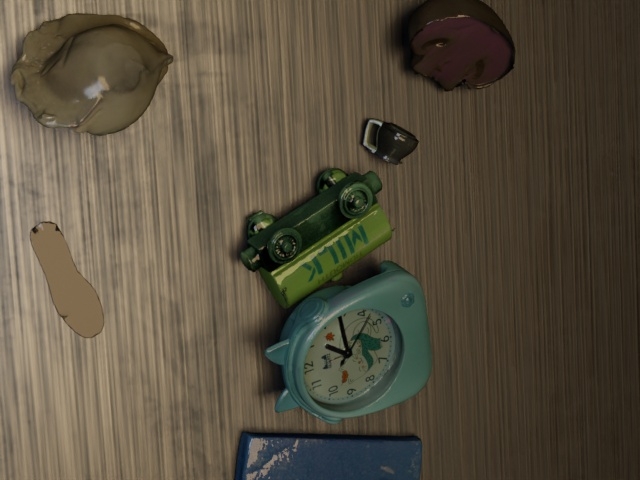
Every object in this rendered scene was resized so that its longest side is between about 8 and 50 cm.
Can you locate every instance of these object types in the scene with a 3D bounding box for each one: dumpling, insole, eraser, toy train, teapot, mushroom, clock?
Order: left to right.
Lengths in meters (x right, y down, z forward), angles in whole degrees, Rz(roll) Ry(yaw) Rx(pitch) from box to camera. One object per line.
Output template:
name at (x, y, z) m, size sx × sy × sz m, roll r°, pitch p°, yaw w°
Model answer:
insole at (-0.373, 0.060, 1.818) m, size 0.064 × 0.004 × 0.188 m, roll -27°, pitch 104°, yaw -18°
dumpling at (-0.324, -0.243, 1.742) m, size 0.193 × 0.147 × 0.258 m, roll 41°, pitch 50°, yaw 14°
toy train at (0.000, 0.000, 1.921) m, size 0.253 × 0.105 × 0.157 m, roll -33°, pitch 120°, yaw -16°
eraser at (0.016, 0.382, 1.984) m, size 0.311 × 0.042 × 0.144 m, roll 6°, pitch 93°, yaw -22°
clock at (0.038, 0.166, 1.925) m, size 0.274 × 0.094 × 0.224 m, roll -17°, pitch 117°, yaw -20°
teapot at (0.108, -0.157, 1.968) m, size 0.088 × 0.066 × 0.057 m, roll 29°, pitch 102°, yaw 0°
mushroom at (0.223, -0.327, 1.967) m, size 0.188 × 0.141 × 0.117 m, roll 27°, pitch 51°, yaw -31°
